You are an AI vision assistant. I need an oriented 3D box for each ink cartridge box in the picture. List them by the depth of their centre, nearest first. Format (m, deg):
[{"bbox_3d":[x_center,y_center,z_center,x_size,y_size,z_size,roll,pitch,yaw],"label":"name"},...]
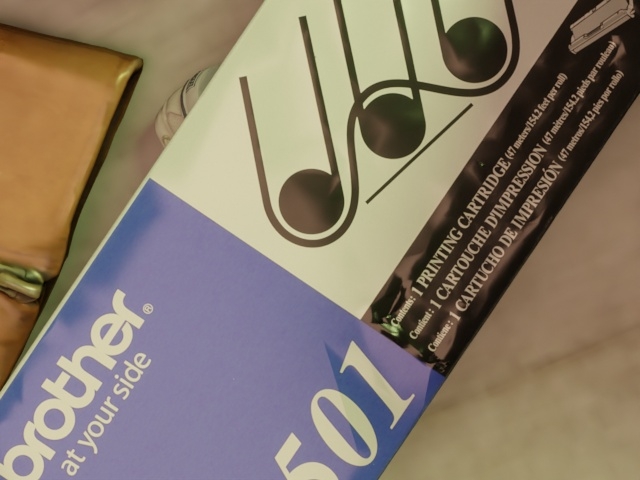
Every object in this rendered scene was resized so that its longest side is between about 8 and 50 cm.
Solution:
[{"bbox_3d":[0.000,0.000,0.411,0.097,0.046,0.207,34,91,-2],"label":"ink cartridge box"}]

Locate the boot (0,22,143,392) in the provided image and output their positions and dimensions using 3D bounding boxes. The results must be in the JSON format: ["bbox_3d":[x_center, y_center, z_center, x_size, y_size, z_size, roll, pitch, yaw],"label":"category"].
[{"bbox_3d":[-0.191,-0.086,0.440,0.280,0.096,0.264,19,95,-1],"label":"boot"}]

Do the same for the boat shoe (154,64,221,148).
[{"bbox_3d":[-0.016,-0.004,0.456,0.035,0.035,0.100,-27,102,45],"label":"boat shoe"}]
